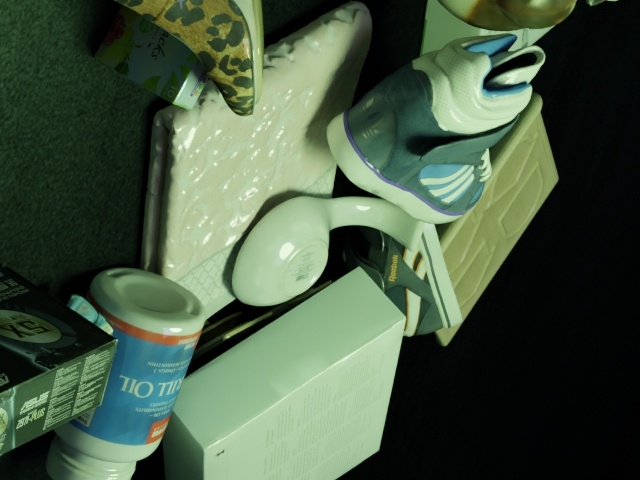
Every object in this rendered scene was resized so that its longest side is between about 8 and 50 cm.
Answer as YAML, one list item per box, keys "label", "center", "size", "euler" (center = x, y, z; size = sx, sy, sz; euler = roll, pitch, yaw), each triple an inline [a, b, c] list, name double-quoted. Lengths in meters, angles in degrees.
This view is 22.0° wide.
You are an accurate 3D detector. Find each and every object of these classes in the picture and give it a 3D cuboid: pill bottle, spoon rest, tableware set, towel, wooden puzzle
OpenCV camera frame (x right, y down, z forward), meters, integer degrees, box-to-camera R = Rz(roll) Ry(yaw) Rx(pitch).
- label: "pill bottle"
  center: [-0.208, 0.151, 1.703]
  size: [0.124, 0.124, 0.222]
  euler: [-16, 131, -58]
- label: "spoon rest"
  center: [0.000, 0.000, 1.903]
  size: [0.276, 0.084, 0.137]
  euler: [-14, 131, -43]
- label: "tableware set"
  center: [-0.088, 0.085, 1.938]
  size: [0.194, 0.039, 0.128]
  euler: [-26, 176, -43]
- label: "towel"
  center: [-0.071, -0.073, 1.807]
  size: [0.332, 0.053, 0.317]
  euler: [-37, 148, -43]
- label: "wooden puzzle"
  center: [0.225, -0.033, 2.413]
  size: [0.322, 0.080, 0.348]
  euler: [-55, 160, -10]

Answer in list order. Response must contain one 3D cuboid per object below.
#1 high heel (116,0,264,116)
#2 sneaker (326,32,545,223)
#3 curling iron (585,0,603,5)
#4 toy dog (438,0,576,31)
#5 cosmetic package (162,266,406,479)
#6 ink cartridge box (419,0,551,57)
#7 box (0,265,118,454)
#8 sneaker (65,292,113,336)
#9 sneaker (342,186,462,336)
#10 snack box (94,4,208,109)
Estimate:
- label: "high heel"
  center: [-0.145, -0.195, 1.389]
  size: [0.261, 0.186, 0.093]
  euler: [81, 5, -48]
- label: "sneaker"
  center: [0.177, -0.132, 1.879]
  size: [0.236, 0.130, 0.322]
  euler: [-30, 158, 25]
- label: "curling iron"
  center: [0.369, -0.317, 1.780]
  size: [0.274, 0.035, 0.068]
  euler: [-26, 142, -34]
- label: "toy dog"
  center: [0.282, -0.402, 1.825]
  size: [0.408, 0.284, 0.395]
  euler: [-50, 167, -3]
- label: "cosmetic package"
  center: [-0.050, 0.222, 1.992]
  size: [0.284, 0.097, 0.377]
  euler: [-34, 157, -22]
- label: "ink cartridge box"
  center: [0.222, -0.303, 2.071]
  size: [0.208, 0.087, 0.153]
  euler: [-39, 149, -37]
- label: "box"
  center: [-0.296, 0.109, 1.454]
  size: [0.180, 0.147, 0.078]
  euler: [-24, 138, -52]
- label: "sneaker"
  center: [-0.284, 0.106, 1.591]
  size: [0.162, 0.073, 0.063]
  euler: [-29, 171, -21]
- label: "sneaker"
  center: [0.088, 0.005, 2.108]
  size: [0.127, 0.126, 0.321]
  euler: [-19, 126, 0]
- label: "snack box"
  center: [-0.127, -0.202, 1.485]
  size: [0.141, 0.100, 0.037]
  euler: [-62, 156, 4]
